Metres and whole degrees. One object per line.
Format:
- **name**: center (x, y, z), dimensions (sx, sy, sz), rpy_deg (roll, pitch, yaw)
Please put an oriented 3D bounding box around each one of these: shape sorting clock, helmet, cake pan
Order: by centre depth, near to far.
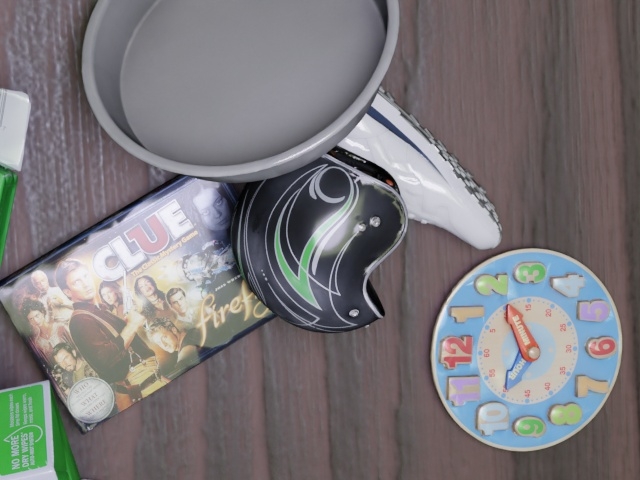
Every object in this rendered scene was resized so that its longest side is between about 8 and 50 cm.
- **cake pan**: center (-0.069, -0.173, 1.585), dimensions (0.293, 0.054, 0.293), rpy_deg (-6, 61, 11)
- **helmet**: center (0.000, 0.000, 1.610), dimensions (0.169, 0.169, 0.161), rpy_deg (26, 99, -14)
- **shape sorting clock**: center (0.208, 0.110, 1.762), dimensions (0.206, 0.040, 0.206), rpy_deg (-1, 97, -12)

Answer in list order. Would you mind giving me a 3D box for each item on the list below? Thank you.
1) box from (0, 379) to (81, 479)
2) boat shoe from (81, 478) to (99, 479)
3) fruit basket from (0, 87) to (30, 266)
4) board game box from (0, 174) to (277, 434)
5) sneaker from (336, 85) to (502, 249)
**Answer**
- **box**: center (-0.319, 0.280, 1.555), dimensions (0.231, 0.126, 0.262), rpy_deg (-13, 127, -2)
- **boat shoe**: center (-0.258, 0.264, 1.665), dimensions (0.206, 0.065, 0.075), rpy_deg (10, 94, -13)
- **fruit basket**: center (-0.456, -0.005, 1.569), dimensions (0.353, 0.165, 0.327), rpy_deg (11, 92, 3)
- **board game box**: center (-0.165, 0.051, 1.673), dimensions (0.243, 0.042, 0.165), rpy_deg (-32, 102, -7)
- **sneaker**: center (0.078, -0.065, 1.701), dimensions (0.235, 0.090, 0.095), rpy_deg (43, 99, -10)
